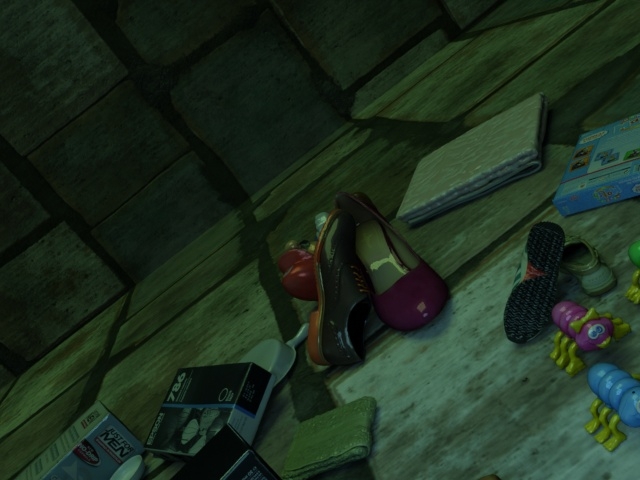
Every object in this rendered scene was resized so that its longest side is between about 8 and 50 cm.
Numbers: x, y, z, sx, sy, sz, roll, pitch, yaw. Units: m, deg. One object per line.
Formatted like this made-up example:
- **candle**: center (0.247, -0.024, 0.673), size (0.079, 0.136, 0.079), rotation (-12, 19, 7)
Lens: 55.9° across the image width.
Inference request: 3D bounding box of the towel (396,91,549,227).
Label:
- **towel**: center (0.340, -0.177, 1.329), size (0.332, 0.053, 0.317), rotation (-27, 20, 34)

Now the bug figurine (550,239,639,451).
- **bug figurine**: center (0.344, 0.073, 0.606), size (0.279, 0.072, 0.216), rotation (-39, 16, -3)

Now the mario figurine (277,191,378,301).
- **mario figurine**: center (0.000, 0.000, 1.315), size (0.170, 0.198, 0.320), rotation (5, 32, 27)

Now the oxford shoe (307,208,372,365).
- **oxford shoe**: center (0.048, 0.077, 1.025), size (0.098, 0.097, 0.271), rotation (-5, 76, 35)

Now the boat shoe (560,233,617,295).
- **boat shoe**: center (0.338, 0.020, 0.801), size (0.056, 0.048, 0.153), rotation (-33, 17, 15)

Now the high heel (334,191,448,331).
- **high heel**: center (0.097, 0.026, 1.049), size (0.127, 0.181, 0.377), rotation (-38, 16, -1)

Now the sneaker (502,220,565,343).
- **sneaker**: center (0.281, 0.059, 0.787), size (0.057, 0.075, 0.161), rotation (14, 80, 23)

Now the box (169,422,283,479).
- **box**: center (-0.123, 0.354, 0.616), size (0.261, 0.184, 0.103), rotation (-42, 14, -16)

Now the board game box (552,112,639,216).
- **board game box**: center (0.471, -0.131, 0.952), size (0.160, 0.039, 0.211), rotation (-20, 25, 46)

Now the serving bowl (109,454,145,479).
- **serving bowl**: center (-0.361, 0.447, 1.137), size (0.083, 0.027, 0.083), rotation (-34, 16, 11)

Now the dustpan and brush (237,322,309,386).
- **dustpan and brush**: center (-0.081, 0.217, 1.152), size (0.147, 0.060, 0.211), rotation (-5, 42, 56)

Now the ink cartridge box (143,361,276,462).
- **ink cartridge box**: center (-0.219, 0.310, 1.080), size (0.333, 0.065, 0.165), rotation (-20, 42, 48)

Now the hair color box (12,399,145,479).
- **hair color box**: center (-0.539, 0.503, 1.195), size (0.374, 0.113, 0.185), rotation (-45, 15, -23)

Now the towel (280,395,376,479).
- **towel**: center (0.012, 0.275, 0.830), size (0.148, 0.027, 0.110), rotation (-32, 16, 24)

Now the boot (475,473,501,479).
- **boot**: center (0.161, 0.283, 0.451), size (0.264, 0.096, 0.280), rotation (-41, 8, 14)
